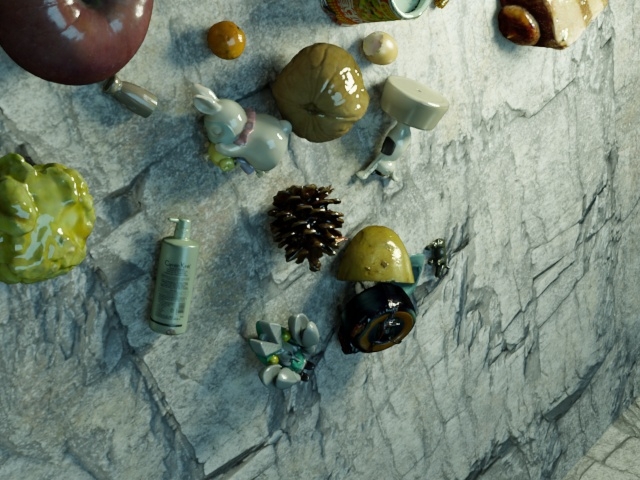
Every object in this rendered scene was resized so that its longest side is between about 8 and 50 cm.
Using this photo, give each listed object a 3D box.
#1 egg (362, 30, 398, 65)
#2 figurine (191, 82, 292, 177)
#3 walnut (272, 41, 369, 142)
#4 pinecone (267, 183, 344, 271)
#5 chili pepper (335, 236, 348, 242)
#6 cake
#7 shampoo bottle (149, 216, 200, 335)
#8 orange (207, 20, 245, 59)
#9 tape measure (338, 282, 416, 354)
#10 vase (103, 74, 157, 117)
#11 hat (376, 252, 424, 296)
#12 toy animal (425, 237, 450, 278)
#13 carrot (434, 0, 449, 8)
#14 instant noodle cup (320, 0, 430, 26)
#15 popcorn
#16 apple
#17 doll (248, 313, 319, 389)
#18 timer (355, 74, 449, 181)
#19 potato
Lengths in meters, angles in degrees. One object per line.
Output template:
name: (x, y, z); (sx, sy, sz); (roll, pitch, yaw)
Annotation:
egg: (0.150, -0.472, 1.825); (0.096, 0.080, 0.080); (7, 103, -56)
figurine: (-0.197, -0.237, 1.606); (0.236, 0.127, 0.155); (21, 136, -28)
walnut: (0.002, -0.335, 1.675); (0.228, 0.228, 0.227); (-15, 116, -34)
pinecone: (-0.029, -0.032, 1.787); (0.186, 0.169, 0.212); (-12, 96, -14)
chili pepper: (0.000, 0.000, 1.918); (0.178, 0.027, 0.045); (-9, 117, -36)
cake: (0.638, -0.664, 2.073); (0.293, 0.199, 0.196); (-47, 132, -14)
shampoo bottle: (-0.322, 0.077, 1.648); (0.085, 0.085, 0.262); (1, 105, -39)
orange: (-0.198, -0.422, 1.558); (0.084, 0.084, 0.083); (-15, 116, -34)
tape measure: (0.157, 0.219, 2.020); (0.202, 0.135, 0.222); (-11, 141, -21)
vase: (-0.381, -0.291, 1.481); (0.101, 0.053, 0.053); (29, 88, -38)
hat: (0.224, 0.094, 2.109); (0.138, 0.078, 0.190); (-2, 127, -31)
toy animal: (0.356, 0.057, 2.216); (0.065, 0.047, 0.135); (-31, 119, -36)
carrot: (0.356, -0.675, 1.940); (0.170, 0.042, 0.042); (-54, 131, -7)
instant noodle cup: (0.134, -0.572, 1.683); (0.193, 0.212, 0.193); (-15, 116, -34)
popcorn: (-0.536, -0.029, 1.373); (0.256, 0.195, 0.254); (-44, 138, -17)
apple: (-0.432, -0.421, 1.269); (0.306, 0.235, 0.305); (-15, 114, -37)
doll: (-0.074, 0.278, 1.892); (0.258, 0.153, 0.194); (7, 90, -58)
timer: (0.201, -0.272, 1.921); (0.175, 0.175, 0.265); (0, 125, -39)
potato: (0.146, 0.038, 1.970); (0.178, 0.204, 0.157); (7, 81, -66)
